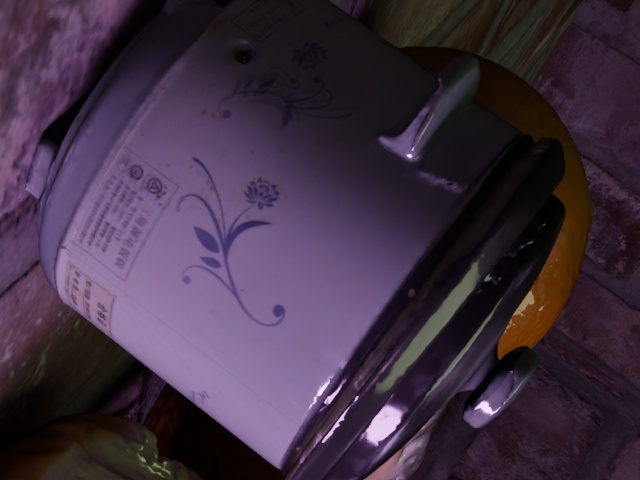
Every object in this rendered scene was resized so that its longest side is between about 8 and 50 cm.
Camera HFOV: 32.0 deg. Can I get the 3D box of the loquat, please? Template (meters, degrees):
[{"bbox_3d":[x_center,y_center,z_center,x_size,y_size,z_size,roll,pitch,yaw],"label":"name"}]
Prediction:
[{"bbox_3d":[0.095,-0.022,1.043,0.328,0.328,0.328,-52,171,-12],"label":"loquat"}]

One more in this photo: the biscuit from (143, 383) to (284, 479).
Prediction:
[{"bbox_3d":[-0.112,0.291,1.198,0.342,0.166,0.395,-59,-163,32],"label":"biscuit"}]

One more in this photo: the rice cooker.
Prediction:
[{"bbox_3d":[0.000,0.000,0.672,0.264,0.317,0.316,-41,165,-53],"label":"rice cooker"}]

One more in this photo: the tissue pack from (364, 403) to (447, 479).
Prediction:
[{"bbox_3d":[0.075,0.111,1.392,0.375,0.195,0.390,-107,-151,-41],"label":"tissue pack"}]

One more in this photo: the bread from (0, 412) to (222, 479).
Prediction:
[{"bbox_3d":[-0.213,0.285,0.856,0.250,0.225,0.279,-52,-176,25],"label":"bread"}]
